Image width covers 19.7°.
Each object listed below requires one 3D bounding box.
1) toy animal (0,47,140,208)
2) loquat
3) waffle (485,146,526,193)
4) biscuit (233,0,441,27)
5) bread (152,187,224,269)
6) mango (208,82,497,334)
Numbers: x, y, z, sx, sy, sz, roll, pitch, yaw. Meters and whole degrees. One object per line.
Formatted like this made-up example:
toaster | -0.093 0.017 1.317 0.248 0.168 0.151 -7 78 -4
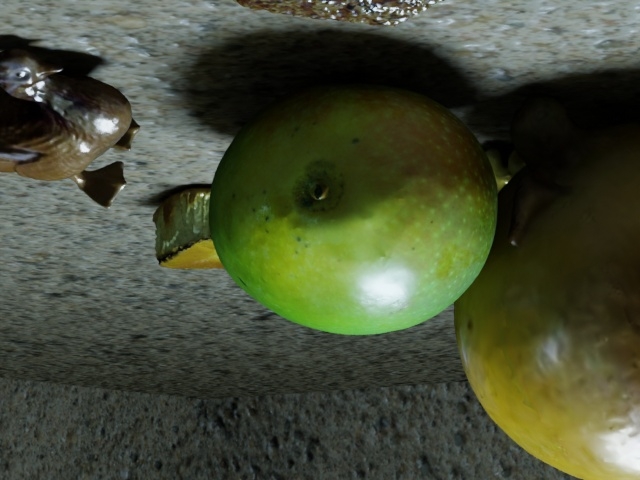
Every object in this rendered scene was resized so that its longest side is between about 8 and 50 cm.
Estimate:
toy animal | -0.230 -0.094 1.419 0.188 0.089 0.179 -7 155 30
loquat | 0.258 0.033 1.533 0.328 0.359 0.328 -32 -165 10
waffle | 0.206 -0.045 1.773 0.249 0.056 0.253 5 167 -24
biscuit | 0.040 -0.171 1.123 0.131 0.025 0.231 4 169 -24
bread | -0.100 -0.012 1.907 0.128 0.069 0.140 3 166 -25
mango | 0.022 -0.020 1.492 0.225 0.201 0.382 -8 174 -6
